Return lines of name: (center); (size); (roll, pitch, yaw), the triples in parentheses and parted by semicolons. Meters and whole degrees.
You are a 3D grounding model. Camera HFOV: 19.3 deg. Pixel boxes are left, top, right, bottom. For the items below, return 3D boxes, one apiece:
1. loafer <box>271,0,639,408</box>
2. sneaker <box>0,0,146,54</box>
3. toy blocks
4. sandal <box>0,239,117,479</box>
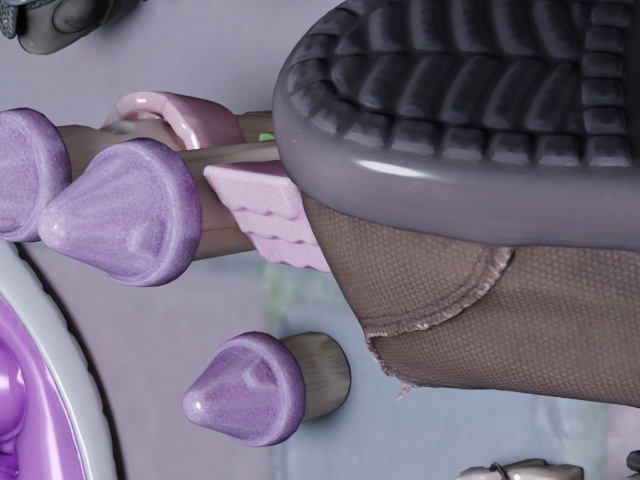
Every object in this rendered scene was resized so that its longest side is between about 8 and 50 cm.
loafer: (0.169, 0.007, 0.553); (0.366, 0.134, 0.130); (11, 134, 15)
sneaker: (-0.117, -0.159, 0.864); (0.227, 0.087, 0.130); (-178, 71, -76)
toy blocks: (0.000, 0.000, 0.726); (0.288, 0.260, 0.309); (9, 102, 37)
sandal: (-0.250, 0.023, 1.031); (0.169, 0.102, 0.416); (-38, 75, 38)
